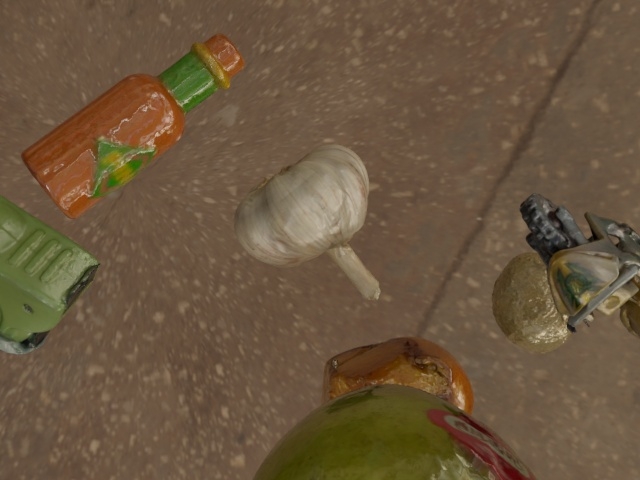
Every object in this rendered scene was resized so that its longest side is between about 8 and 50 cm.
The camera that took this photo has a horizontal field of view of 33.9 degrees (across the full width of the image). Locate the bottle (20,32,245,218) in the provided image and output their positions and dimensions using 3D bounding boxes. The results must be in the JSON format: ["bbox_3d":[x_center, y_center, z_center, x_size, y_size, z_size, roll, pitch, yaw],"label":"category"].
[{"bbox_3d":[-0.142,-0.097,0.825,0.187,0.069,0.069,-39,99,-5],"label":"bottle"}]

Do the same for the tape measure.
[{"bbox_3d":[-0.332,0.030,1.033,0.200,0.175,0.106,32,48,-3],"label":"tape measure"}]

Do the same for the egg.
[{"bbox_3d":[0.281,0.082,1.363,0.116,0.118,0.140,-4,112,5],"label":"egg"}]

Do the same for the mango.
[{"bbox_3d":[0.087,0.236,1.497,0.199,0.350,0.201,33,74,-10],"label":"mango"}]

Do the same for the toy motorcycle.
[{"bbox_3d":[0.272,0.048,0.972,0.229,0.130,0.094,34,114,-22],"label":"toy motorcycle"}]

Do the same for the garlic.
[{"bbox_3d":[0.000,0.000,1.407,0.199,0.199,0.226,-36,102,-6],"label":"garlic"}]

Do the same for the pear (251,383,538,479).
[{"bbox_3d":[0.065,0.259,0.939,0.287,0.375,0.288,-1,107,-3],"label":"pear"}]
